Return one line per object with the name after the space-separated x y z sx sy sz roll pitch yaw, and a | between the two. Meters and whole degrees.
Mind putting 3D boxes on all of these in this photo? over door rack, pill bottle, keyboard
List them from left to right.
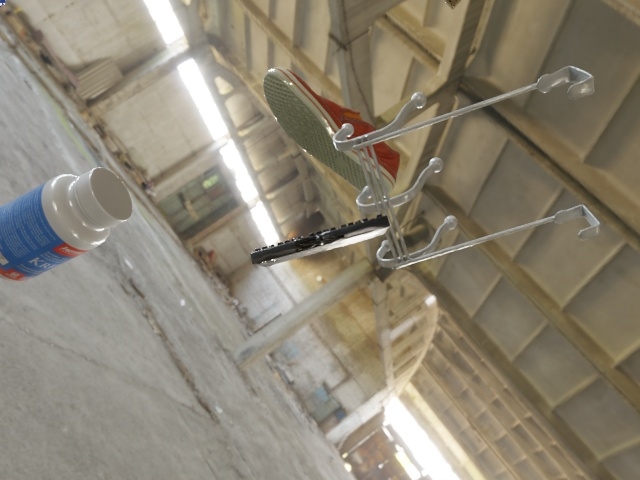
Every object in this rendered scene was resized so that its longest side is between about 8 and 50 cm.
-0.415 -0.029 0.853 0.124 0.221 0.124 57 18 -31 | pill bottle
0.000 0.000 0.699 0.108 0.180 0.023 60 14 -83 | keyboard
0.208 -0.094 0.768 0.108 0.323 0.240 -76 149 -50 | over door rack

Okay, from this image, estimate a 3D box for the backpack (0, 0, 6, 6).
-0.661 -0.508 1.028 0.097 0.101 0.120 29 -10 5 | backpack

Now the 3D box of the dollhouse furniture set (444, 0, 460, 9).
0.353 -0.563 1.231 0.091 0.114 0.081 36 17 -27 | dollhouse furniture set

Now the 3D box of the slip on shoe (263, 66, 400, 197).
0.027 -0.216 1.043 0.331 0.101 0.123 37 -25 -21 | slip on shoe
